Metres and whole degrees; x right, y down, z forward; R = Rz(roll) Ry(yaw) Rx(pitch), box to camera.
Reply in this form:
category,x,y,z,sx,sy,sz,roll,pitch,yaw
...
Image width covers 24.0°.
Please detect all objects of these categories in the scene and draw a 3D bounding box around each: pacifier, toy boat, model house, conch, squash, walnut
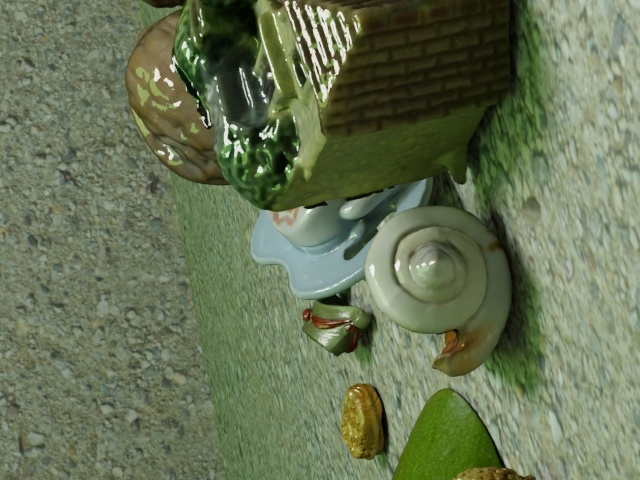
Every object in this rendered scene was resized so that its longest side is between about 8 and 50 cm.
category,x,y,z,sx,sy,sz,roll,pitch,yaw
pacifier,0.053,-0.014,1.631,0.207,0.227,0.279,50,174,-28
toy boat,0.019,0.111,2.011,0.089,0.071,0.185,39,176,-14
model house,0.014,-0.211,1.376,0.266,0.261,0.321,122,131,-68
conch,0.127,0.041,1.456,0.158,0.127,0.255,51,-174,8
squash,0.166,0.260,1.572,0.288,0.203,0.111,-58,-24,-49
walnut,-0.141,-0.203,2.056,0.227,0.273,0.273,-46,46,31

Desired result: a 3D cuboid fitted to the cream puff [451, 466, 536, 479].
category,x,y,z,sx,sy,sz,roll,pitch,yaw
cream puff,0.171,0.265,1.387,0.133,0.119,0.104,61,139,24

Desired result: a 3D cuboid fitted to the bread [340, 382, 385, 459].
category,x,y,z,sx,sy,sz,roll,pitch,yaw
bread,0.058,0.243,2.006,0.083,0.044,0.110,-116,22,-46

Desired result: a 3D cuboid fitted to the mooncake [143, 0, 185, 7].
category,x,y,z,sx,sy,sz,roll,pitch,yaw
mooncake,-0.196,-0.511,2.000,0.394,0.246,0.393,-76,8,-73
